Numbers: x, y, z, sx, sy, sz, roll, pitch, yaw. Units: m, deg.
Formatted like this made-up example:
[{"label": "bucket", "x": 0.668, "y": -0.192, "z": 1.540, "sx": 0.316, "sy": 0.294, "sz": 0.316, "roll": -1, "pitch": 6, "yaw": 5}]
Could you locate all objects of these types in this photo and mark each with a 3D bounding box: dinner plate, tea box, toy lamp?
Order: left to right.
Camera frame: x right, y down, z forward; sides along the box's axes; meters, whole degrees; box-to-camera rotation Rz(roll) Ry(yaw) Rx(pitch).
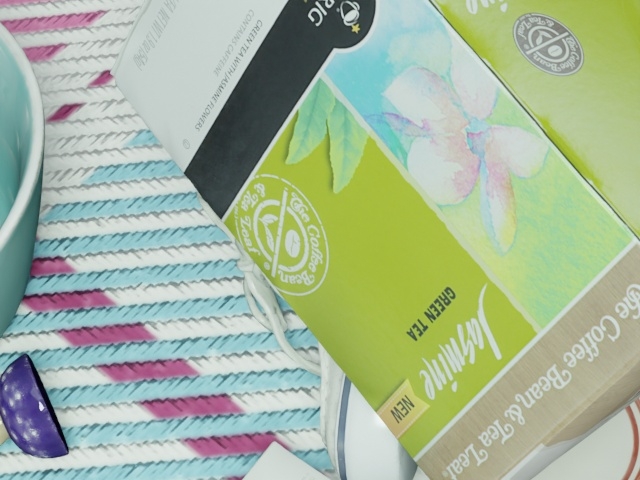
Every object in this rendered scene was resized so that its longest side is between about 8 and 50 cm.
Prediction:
[{"label": "toy lamp", "x": -0.298, "y": 0.154, "z": 0.996, "sx": 0.274, "sy": 0.080, "sz": 0.080, "roll": -22, "pitch": 58, "yaw": -9}, {"label": "dinner plate", "x": 0.141, "y": 0.121, "z": 0.987, "sx": 0.141, "sy": 0.017, "sz": 0.141, "roll": -4, "pitch": 58, "yaw": 6}, {"label": "tea box", "x": 0.127, "y": -0.084, "z": 0.885, "sx": 0.329, "sy": 0.220, "sz": 0.323, "roll": -26, "pitch": 70, "yaw": -41}]

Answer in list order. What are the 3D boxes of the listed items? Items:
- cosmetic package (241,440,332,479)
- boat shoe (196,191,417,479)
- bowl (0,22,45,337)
[{"label": "cosmetic package", "x": -0.058, "y": 0.240, "z": 0.915, "sx": 0.099, "sy": 0.060, "sz": 0.239, "roll": 30, "pitch": 67, "yaw": 26}, {"label": "boat shoe", "x": -0.001, "y": -0.006, "z": 1.019, "sx": 0.156, "sy": 0.136, "sz": 0.367, "roll": 0, "pitch": 55, "yaw": 8}, {"label": "bowl", "x": -0.314, "y": -0.007, "z": 1.047, "sx": 0.311, "sy": 0.163, "sz": 0.312, "roll": -3, "pitch": 58, "yaw": 5}]
